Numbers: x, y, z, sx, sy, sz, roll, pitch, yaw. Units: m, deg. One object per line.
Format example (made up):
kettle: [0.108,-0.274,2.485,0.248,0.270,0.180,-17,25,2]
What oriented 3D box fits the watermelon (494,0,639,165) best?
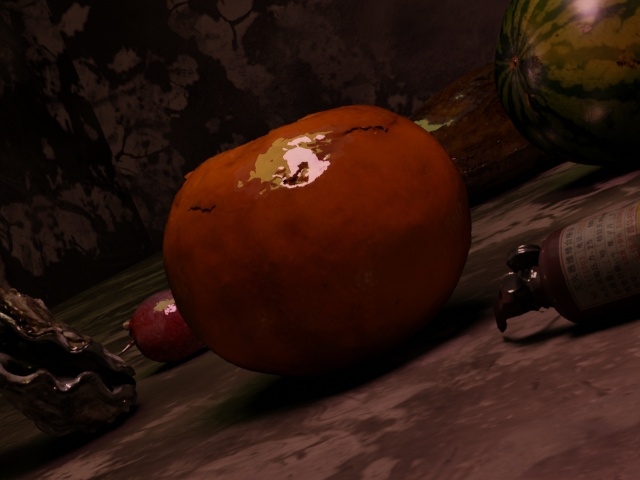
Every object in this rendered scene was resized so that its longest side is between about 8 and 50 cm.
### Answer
watermelon: [0.361,-0.231,1.871,0.285,0.285,0.285,-23,5,2]

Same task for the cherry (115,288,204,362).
cherry: [-0.220,0.127,1.863,0.225,0.090,0.107,-32,16,3]

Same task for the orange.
orange: [0.000,0.000,1.356,0.284,0.226,0.284,-22,10,4]

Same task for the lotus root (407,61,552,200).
lotus root: [0.247,-0.167,2.254,0.397,0.179,0.196,-27,8,-30]

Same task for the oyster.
oyster: [-0.286,0.138,1.606,0.198,0.267,0.112,30,83,38]

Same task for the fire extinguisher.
fire extinguisher: [0.221,0.027,1.101,0.252,0.106,0.075,-22,43,32]
